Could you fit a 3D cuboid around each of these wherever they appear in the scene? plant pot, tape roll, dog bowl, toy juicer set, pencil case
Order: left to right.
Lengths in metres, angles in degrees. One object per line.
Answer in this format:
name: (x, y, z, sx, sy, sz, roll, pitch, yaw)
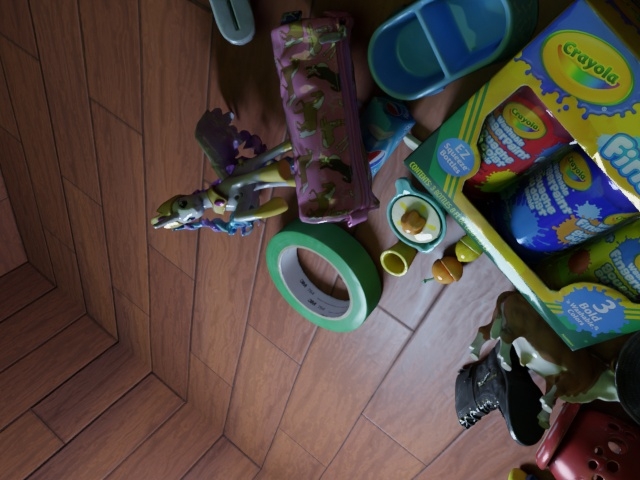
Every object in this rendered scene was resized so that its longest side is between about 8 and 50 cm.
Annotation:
tape roll: (0.003, 0.092, 1.364, 0.321, 0.077, 0.321, 25, 138, 25)
pencil case: (0.011, -0.219, 0.973, 0.160, 0.167, 0.386, -7, 97, 7)
toy juicer set: (0.230, -0.033, 1.059, 0.209, 0.089, 0.329, 24, 134, 27)
dog bowl: (0.200, -0.334, 0.860, 0.297, 0.074, 0.166, -15, 110, 48)
plant pot: (0.551, 0.439, 1.067, 0.174, 0.191, 0.191, 28, 136, 29)

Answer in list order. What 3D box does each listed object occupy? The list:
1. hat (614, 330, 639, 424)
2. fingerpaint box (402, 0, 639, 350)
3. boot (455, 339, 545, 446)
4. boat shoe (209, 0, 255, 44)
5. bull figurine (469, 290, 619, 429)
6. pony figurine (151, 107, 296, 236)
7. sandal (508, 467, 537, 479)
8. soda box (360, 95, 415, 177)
hat: (0.650, 0.270, 0.818, 0.331, 0.134, 0.331, 13, 121, 22)
fingerpaint box: (0.410, -0.086, 0.795, 0.445, 0.163, 0.371, 48, 140, 0)
boot: (0.376, 0.357, 1.141, 0.091, 0.263, 0.229, 20, 133, -9)
boat shoe: (-0.203, -0.545, 1.038, 0.094, 0.109, 0.302, -116, 14, -69)
bull figurine: (0.449, 0.239, 1.020, 0.310, 0.188, 0.101, 43, 153, 16)
pony figurine: (-0.177, -0.144, 1.190, 0.363, 0.351, 0.303, -12, 117, 26)
sandal: (0.587, 0.724, 1.317, 0.138, 0.126, 0.317, -14, 112, 43)
soda box: (0.099, -0.192, 1.052, 0.071, 0.067, 0.210, 63, 145, 20)
